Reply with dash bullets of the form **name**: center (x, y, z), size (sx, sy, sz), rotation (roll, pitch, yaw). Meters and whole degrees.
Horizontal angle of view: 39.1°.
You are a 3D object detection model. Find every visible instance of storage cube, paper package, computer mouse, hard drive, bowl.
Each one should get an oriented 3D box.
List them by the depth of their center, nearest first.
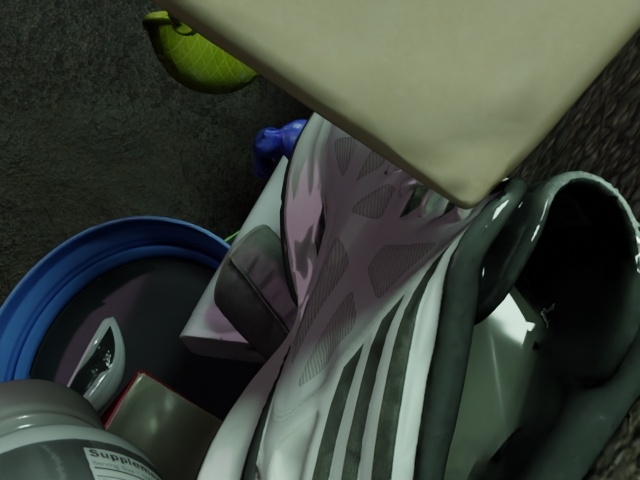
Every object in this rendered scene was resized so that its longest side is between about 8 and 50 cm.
- **paper package**: center (0.037, -0.232, 0.330), size (0.325, 0.309, 0.168), rotation (-52, 11, 25)
- **storage cube**: center (-0.148, 0.254, 0.805), size (0.215, 0.184, 0.193), rotation (-62, 9, -30)
- **computer mouse**: center (-0.223, 0.159, 0.828), size (0.193, 0.042, 0.106), rotation (-65, 6, -25)
- **hard drive**: center (0.000, 0.000, 0.980), size (0.203, 0.040, 0.307), rotation (3, 50, 31)
- **bowl**: center (-0.221, 0.164, 1.061), size (0.391, 0.391, 0.077), rotation (-59, -26, -9)

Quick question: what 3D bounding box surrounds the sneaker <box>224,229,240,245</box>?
- **sneaker**: center (-0.168, 0.128, 1.177), size (0.483, 0.185, 0.202), rotation (-42, 15, -14)

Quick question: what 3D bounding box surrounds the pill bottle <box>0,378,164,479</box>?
- **pill bottle**: center (-0.155, 0.222, 0.531), size (0.176, 0.176, 0.318), rotation (-57, 36, 9)

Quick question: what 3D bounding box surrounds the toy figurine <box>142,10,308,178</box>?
- **toy figurine**: center (0.016, -0.078, 0.818), size (0.191, 0.363, 0.217), rotation (-134, 50, -70)

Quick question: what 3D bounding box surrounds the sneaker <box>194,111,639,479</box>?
- **sneaker**: center (0.089, 0.003, 0.519), size (0.257, 0.169, 0.447), rotation (-37, 28, 46)

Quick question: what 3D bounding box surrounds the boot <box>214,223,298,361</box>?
- **boot**: center (-0.010, 0.048, 0.822), size (0.189, 0.076, 0.208), rotation (-52, 35, 14)
